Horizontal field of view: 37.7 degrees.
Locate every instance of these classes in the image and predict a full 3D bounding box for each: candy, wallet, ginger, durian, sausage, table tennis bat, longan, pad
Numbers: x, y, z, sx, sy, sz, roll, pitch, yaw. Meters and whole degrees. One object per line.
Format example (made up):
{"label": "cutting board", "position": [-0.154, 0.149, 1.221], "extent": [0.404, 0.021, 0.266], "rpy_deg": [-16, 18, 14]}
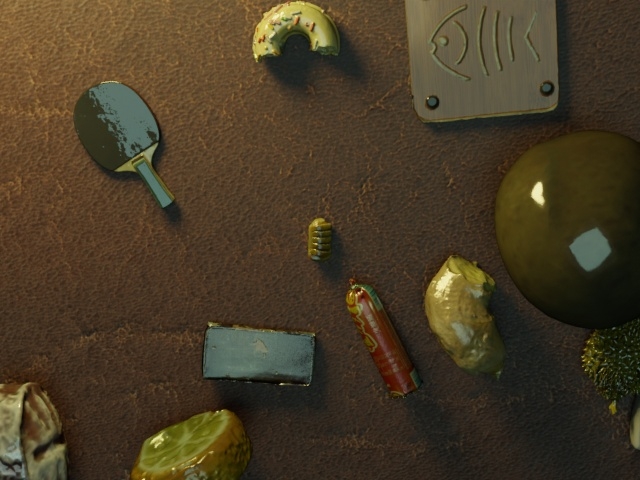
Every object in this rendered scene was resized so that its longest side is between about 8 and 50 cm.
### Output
{"label": "candy", "position": [-0.258, 0.443, 1.880], "extent": [0.259, 0.260, 0.118], "rpy_deg": [-27, 108, 8]}
{"label": "wallet", "position": [-0.127, 0.236, 1.936], "extent": [0.232, 0.031, 0.122], "rpy_deg": [5, 101, -2]}
{"label": "ginger", "position": [0.290, 0.162, 1.853], "extent": [0.152, 0.138, 0.267], "rpy_deg": [-13, 100, -1]}
{"label": "durian", "position": [0.598, 0.257, 1.885], "extent": [0.146, 0.102, 0.208], "rpy_deg": [10, 106, 13]}
{"label": "candy", "position": [-0.600, 0.427, 1.903], "extent": [0.157, 0.214, 0.290], "rpy_deg": [-9, 101, 2]}
{"label": "sausage", "position": [0.120, 0.191, 1.897], "extent": [0.083, 0.083, 0.264], "rpy_deg": [-25, 101, 8]}
{"label": "table tennis bat", "position": [-0.372, -0.183, 1.834], "extent": [0.154, 0.021, 0.274], "rpy_deg": [-31, 100, 9]}
{"label": "longan", "position": [0.491, -0.018, 1.712], "extent": [0.360, 0.361, 0.361], "rpy_deg": [0, 105, 1]}
{"label": "pad", "position": [0.306, -0.373, 1.770], "extent": [0.283, 0.018, 0.287], "rpy_deg": [-5, 103, 3]}

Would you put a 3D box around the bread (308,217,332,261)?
{"label": "bread", "position": [0.000, 0.000, 1.868], "extent": [0.049, 0.034, 0.088], "rpy_deg": [3, 105, -6]}

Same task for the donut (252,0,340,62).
{"label": "donut", "position": [-0.048, -0.391, 1.746], "extent": [0.165, 0.065, 0.108], "rpy_deg": [-4, 104, 2]}

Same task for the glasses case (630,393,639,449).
{"label": "glasses case", "position": [0.669, 0.352, 1.931], "extent": [0.041, 0.063, 0.164], "rpy_deg": [7, 104, -1]}
